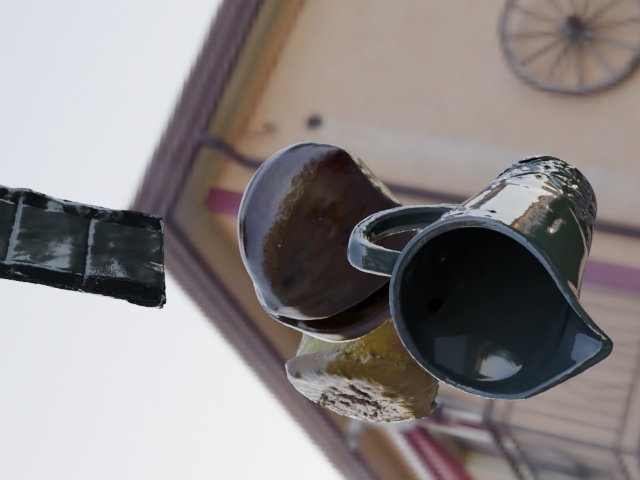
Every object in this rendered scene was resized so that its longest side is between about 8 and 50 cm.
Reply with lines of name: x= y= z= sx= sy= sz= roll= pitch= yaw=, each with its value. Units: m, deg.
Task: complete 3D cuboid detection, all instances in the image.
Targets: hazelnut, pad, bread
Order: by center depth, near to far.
hazelnut: x=0.000 y=0.000 z=1.834 sx=0.217 sy=0.217 sz=0.251 roll=-64 pitch=-37 yaw=-29
pad: x=-0.298 y=0.003 z=1.875 sx=0.174 sy=0.233 sz=0.022 roll=-96 pitch=24 yaw=-50
bread: x=0.078 y=0.206 z=2.575 sx=0.268 sy=0.268 sz=0.145 roll=54 pitch=-138 yaw=-57

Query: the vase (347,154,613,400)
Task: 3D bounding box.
vase: x=0.161 y=0.010 z=1.393 sx=0.301 sy=0.251 sz=0.156 roll=-45 pitch=-33 yaw=-62
